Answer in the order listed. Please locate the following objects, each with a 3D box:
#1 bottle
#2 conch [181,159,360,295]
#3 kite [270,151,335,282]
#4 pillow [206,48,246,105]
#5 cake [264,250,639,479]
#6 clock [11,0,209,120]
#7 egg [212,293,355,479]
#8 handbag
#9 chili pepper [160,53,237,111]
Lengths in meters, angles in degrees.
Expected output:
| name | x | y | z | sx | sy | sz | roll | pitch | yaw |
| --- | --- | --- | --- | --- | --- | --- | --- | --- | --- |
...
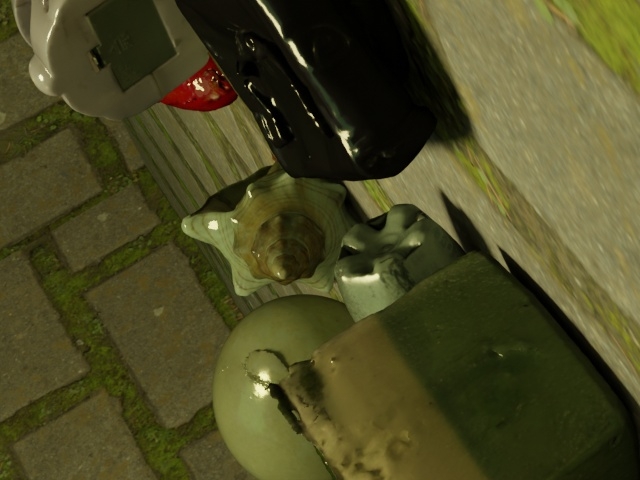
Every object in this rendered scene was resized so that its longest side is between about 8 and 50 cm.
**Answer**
| name | x | y | z | sx | sy | sz | roll | pitch | yaw |
| --- | --- | --- | --- | --- | --- | --- | --- | --- | --- |
| bottle | 0.098 | 0.098 | 1.282 | 0.269 | 0.083 | 0.083 | 59 | 175 | -28 |
| conch | -0.042 | -0.004 | 1.675 | 0.234 | 0.137 | 0.114 | -164 | 60 | -73 |
| kite | 0.000 | 0.000 | 1.978 | 0.198 | 0.006 | 0.244 | 58 | 174 | 12 |
| pillow | -0.066 | -0.164 | 1.493 | 0.208 | 0.053 | 0.119 | 58 | 173 | 41 |
| cake | 0.119 | 0.178 | 1.154 | 0.283 | 0.158 | 0.172 | 61 | 173 | -28 |
| clock | -0.207 | -0.247 | 1.667 | 0.254 | 0.189 | 0.189 | 54 | 172 | 34 |
| egg | -0.011 | 0.154 | 1.948 | 0.186 | 0.186 | 0.253 | 56 | 174 | 31 |
| handbag | -0.030 | -0.142 | 1.164 | 0.244 | 0.088 | 0.275 | 57 | 171 | -6 |
| chili pepper | -0.168 | -0.201 | 1.947 | 0.387 | 0.110 | 0.110 | 42 | 162 | 55 |
